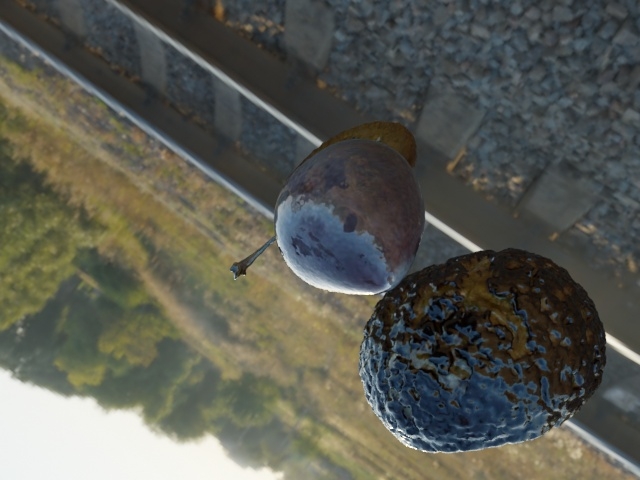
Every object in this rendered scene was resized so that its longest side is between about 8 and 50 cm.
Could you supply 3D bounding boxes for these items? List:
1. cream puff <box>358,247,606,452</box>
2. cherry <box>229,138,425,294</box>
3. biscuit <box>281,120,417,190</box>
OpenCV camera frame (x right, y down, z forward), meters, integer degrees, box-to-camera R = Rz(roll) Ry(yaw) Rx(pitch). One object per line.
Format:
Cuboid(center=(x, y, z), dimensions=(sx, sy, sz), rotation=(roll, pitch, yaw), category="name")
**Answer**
Cuboid(center=(0.151, 0.099, 0.827), dimensions=(0.239, 0.239, 0.165), rotation=(1, 109, 69), category="cream puff")
Cuboid(center=(0.004, 0.005, 0.687), dimensions=(0.148, 0.188, 0.115), rotation=(57, -170, 30), category="cherry")
Cuboid(center=(0.033, -0.076, 1.036), dimensions=(0.187, 0.188, 0.027), rotation=(20, 151, 52), category="biscuit")
